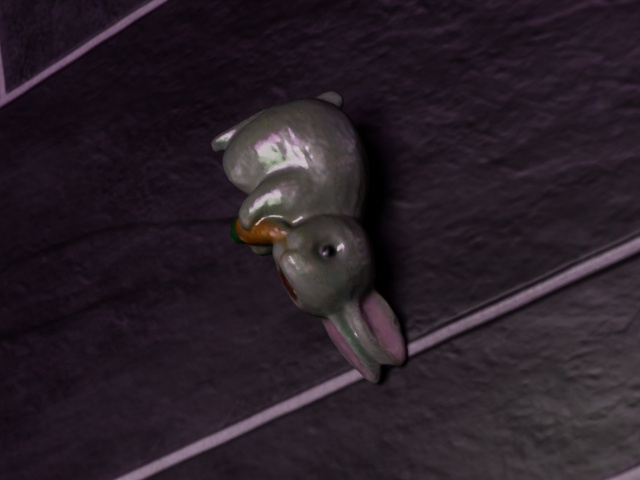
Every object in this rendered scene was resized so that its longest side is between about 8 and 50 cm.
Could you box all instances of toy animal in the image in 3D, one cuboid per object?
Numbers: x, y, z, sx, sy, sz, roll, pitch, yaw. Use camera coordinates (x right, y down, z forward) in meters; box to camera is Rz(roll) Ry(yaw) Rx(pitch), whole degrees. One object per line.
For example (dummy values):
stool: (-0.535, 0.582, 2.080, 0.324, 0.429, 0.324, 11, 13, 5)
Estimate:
toy animal: (0.000, -0.002, 1.281, 0.127, 0.125, 0.251, -54, 51, 46)
